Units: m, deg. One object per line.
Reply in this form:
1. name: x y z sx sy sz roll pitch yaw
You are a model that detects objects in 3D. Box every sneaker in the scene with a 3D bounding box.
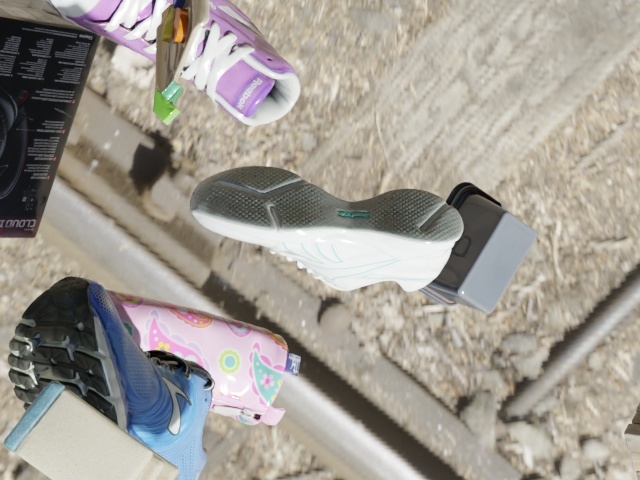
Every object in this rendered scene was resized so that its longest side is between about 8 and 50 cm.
1. sneaker: -0.118 -0.187 1.196 0.282 0.161 0.102 16 115 -52
2. sneaker: 0.000 0.000 0.744 0.152 0.054 0.061 10 135 -5
3. sneaker: -0.188 0.144 1.267 0.129 0.147 0.330 16 141 26

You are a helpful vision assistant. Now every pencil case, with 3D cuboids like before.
1. pencil case: -0.175 0.138 1.558 0.284 0.124 0.124 18 116 -22

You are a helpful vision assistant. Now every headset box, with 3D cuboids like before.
1. headset box: -0.394 -0.126 1.459 0.110 0.218 0.293 32 110 33

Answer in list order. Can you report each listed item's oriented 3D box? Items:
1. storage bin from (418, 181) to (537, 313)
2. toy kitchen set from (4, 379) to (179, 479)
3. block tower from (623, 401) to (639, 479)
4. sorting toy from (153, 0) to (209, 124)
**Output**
1. storage bin: 0.169 0.011 1.455 0.098 0.091 0.135 32 87 -30
2. toy kitchen set: -0.190 0.174 0.722 0.122 0.166 0.207 33 78 8
3. block tower: 0.436 0.140 1.449 0.097 0.335 0.091 5 132 34
4. sorting toy: -0.072 -0.100 0.663 0.012 0.083 0.062 13 140 -22
